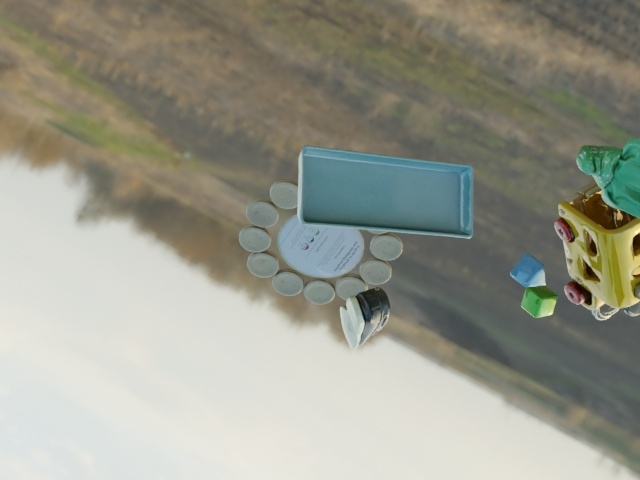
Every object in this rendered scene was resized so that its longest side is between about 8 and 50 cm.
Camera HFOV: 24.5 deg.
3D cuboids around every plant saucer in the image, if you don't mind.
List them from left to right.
[{"bbox_3d":[0.057,-0.040,1.281,0.192,0.067,0.018,4,174,-37],"label":"plant saucer"}]

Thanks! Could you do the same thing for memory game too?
[{"bbox_3d":[0.000,0.000,1.656,0.186,0.186,0.012,29,-144,-15],"label":"memory game"}]

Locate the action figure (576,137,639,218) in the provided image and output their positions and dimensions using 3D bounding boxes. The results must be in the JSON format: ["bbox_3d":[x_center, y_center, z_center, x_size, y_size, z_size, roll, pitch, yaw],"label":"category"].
[{"bbox_3d":[0.345,-0.049,1.377,0.232,0.137,0.063,14,-148,-15],"label":"action figure"}]

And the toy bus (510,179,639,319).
[{"bbox_3d":[0.329,0.023,1.602,0.202,0.191,0.104,10,-157,-40],"label":"toy bus"}]

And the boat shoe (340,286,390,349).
[{"bbox_3d":[0.046,0.082,1.555,0.133,0.042,0.049,113,139,-73],"label":"boat shoe"}]
